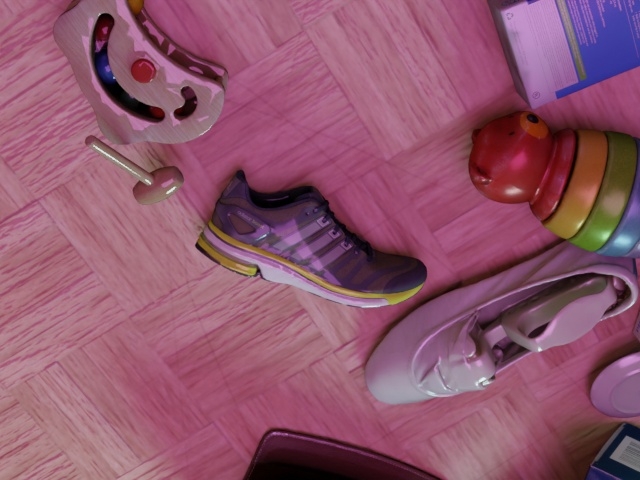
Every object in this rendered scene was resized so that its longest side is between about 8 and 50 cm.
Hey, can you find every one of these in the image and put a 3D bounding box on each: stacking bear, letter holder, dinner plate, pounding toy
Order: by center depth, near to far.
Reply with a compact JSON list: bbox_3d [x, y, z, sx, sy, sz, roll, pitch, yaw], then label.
[{"bbox_3d":[-0.195,-0.176,1.241,0.154,0.155,0.270,-20,114,8],"label":"pounding toy"},{"bbox_3d":[0.325,-0.074,1.342,0.288,0.175,0.164,18,135,-3],"label":"stacking bear"},{"bbox_3d":[0.033,0.418,1.528,0.301,0.152,0.215,20,108,-14],"label":"letter holder"},{"bbox_3d":[0.452,0.209,1.528,0.141,0.017,0.141,-5,132,-6],"label":"dinner plate"}]

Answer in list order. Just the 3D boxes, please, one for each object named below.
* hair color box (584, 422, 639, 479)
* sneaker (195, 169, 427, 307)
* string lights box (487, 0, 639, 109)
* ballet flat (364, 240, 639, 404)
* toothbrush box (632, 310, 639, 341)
[{"bbox_3d":[0.402,0.455,1.555,0.105,0.174,0.347,24,113,25],"label":"hair color box"},{"bbox_3d":[0.000,0.000,1.367,0.299,0.111,0.121,14,107,-14],"label":"sneaker"},{"bbox_3d":[0.347,-0.272,1.295,0.259,0.077,0.133,-21,114,4],"label":"string lights box"},{"bbox_3d":[0.238,0.118,1.427,0.400,0.139,0.139,-29,113,8],"label":"ballet flat"},{"bbox_3d":[0.558,0.147,1.386,0.206,0.283,0.122,8,114,-9],"label":"toothbrush box"}]
